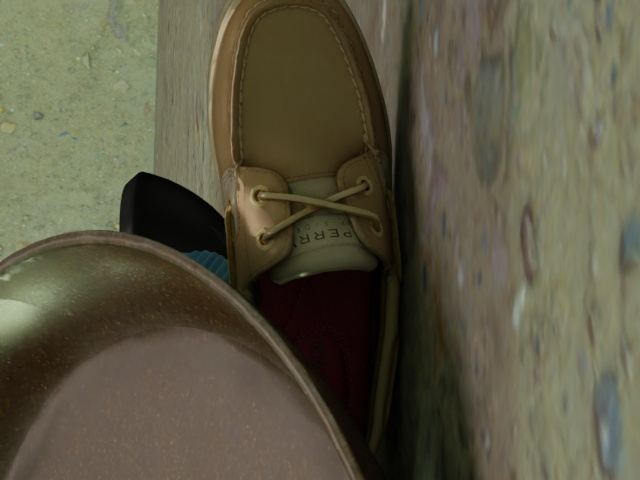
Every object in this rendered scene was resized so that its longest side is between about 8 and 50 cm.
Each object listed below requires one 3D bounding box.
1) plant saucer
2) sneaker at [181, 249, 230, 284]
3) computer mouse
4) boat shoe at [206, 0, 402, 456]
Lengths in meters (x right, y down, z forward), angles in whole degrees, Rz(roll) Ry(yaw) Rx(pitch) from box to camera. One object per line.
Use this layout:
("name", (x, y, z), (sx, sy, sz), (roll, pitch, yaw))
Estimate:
("plant saucer", (-0.058, 0.152, 0.571), (0.310, 0.050, 0.310), (-2, 88, 48))
("sneaker", (-0.020, 0.109, 0.672), (0.092, 0.087, 0.229), (58, -169, -46))
("computer mouse", (-0.072, 0.076, 1.110), (0.188, 0.072, 0.272), (-90, -4, -53))
("boat shoe", (0.000, 0.000, 0.575), (0.059, 0.063, 0.170), (-119, 21, -70))
